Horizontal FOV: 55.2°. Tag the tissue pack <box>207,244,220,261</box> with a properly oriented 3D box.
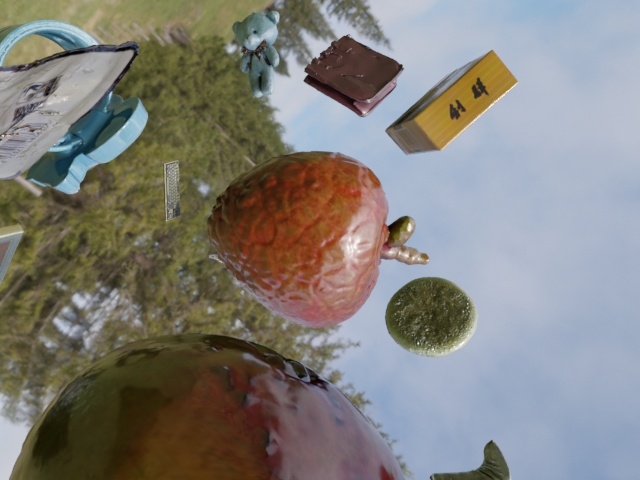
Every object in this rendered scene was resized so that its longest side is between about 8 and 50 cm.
[{"bbox_3d":[-0.158,-0.054,1.363,0.235,0.073,0.173,-64,-162,-12],"label":"tissue pack"}]

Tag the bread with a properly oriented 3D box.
[{"bbox_3d":[0.317,0.212,1.763,0.267,0.040,0.267,-6,-126,8],"label":"bread"}]

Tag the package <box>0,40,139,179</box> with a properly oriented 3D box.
[{"bbox_3d":[-0.200,-0.045,0.302,0.154,0.030,0.239,-27,-169,25],"label":"package"}]

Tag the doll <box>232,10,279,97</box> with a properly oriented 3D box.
[{"bbox_3d":[-0.139,-0.401,1.305,0.120,0.075,0.180,-5,-99,27],"label":"doll"}]

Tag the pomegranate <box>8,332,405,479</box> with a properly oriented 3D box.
[{"bbox_3d":[-0.090,0.226,0.459,0.291,0.290,0.323,-99,-148,-65],"label":"pomegranate"}]

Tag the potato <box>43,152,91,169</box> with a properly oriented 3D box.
[{"bbox_3d":[-0.546,-0.252,1.244,0.186,0.253,0.148,8,-122,54],"label":"potato"}]

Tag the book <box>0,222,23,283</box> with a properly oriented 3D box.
[{"bbox_3d":[-0.403,0.062,0.548,0.241,0.018,0.170,-22,161,-50],"label":"book"}]

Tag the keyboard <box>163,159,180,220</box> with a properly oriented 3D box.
[{"bbox_3d":[-0.326,-0.109,1.341,0.015,0.129,0.049,9,-161,17],"label":"keyboard"}]

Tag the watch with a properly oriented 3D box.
[{"bbox_3d":[-0.368,-0.189,0.827,0.211,0.193,0.211,-20,-135,21],"label":"watch"}]

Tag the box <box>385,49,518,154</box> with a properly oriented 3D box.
[{"bbox_3d":[0.197,-0.209,0.974,0.152,0.070,0.237,-42,-171,2],"label":"box"}]

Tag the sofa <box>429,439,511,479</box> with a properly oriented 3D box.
[{"bbox_3d":[0.417,0.705,1.721,0.225,0.210,0.176,-9,-160,1],"label":"sofa"}]

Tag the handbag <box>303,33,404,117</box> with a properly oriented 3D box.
[{"bbox_3d":[0.084,-0.435,1.609,0.203,0.216,0.074,-50,165,-34],"label":"handbag"}]

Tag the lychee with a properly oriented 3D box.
[{"bbox_3d":[0.000,0.000,0.837,0.255,0.300,0.255,17,90,-82],"label":"lychee"}]
